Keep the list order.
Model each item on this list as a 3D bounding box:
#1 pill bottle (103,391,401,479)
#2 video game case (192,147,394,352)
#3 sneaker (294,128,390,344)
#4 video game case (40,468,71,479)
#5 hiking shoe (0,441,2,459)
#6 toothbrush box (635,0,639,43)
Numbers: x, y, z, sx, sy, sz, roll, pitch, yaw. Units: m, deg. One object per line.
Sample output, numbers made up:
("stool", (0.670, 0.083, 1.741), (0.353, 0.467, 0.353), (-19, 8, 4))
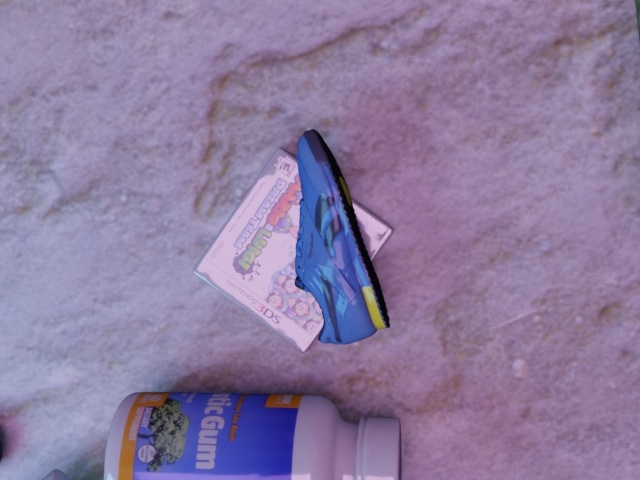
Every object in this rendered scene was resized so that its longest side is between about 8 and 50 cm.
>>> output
("pill bottle", (-0.058, 0.224, 1.011), (0.272, 0.152, 0.152), (-1, 95, 6))
("video game case", (-0.028, 0.010, 1.054), (0.143, 0.019, 0.157), (36, 98, 2))
("sneaker", (0.000, 0.000, 1.006), (0.082, 0.069, 0.209), (-16, 95, 11))
("video game case", (-0.268, 0.435, 1.059), (0.300, 0.036, 0.329), (-39, 107, 4))
("hiking shoe", (-0.447, 0.223, 1.075), (0.226, 0.114, 0.086), (1, 96, 6))
("toothbrush box", (0.359, -0.135, 0.902), (0.122, 0.206, 0.283), (-6, 94, 6))
